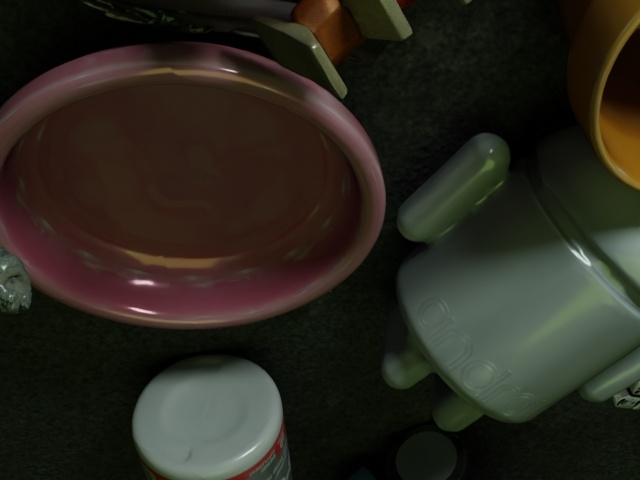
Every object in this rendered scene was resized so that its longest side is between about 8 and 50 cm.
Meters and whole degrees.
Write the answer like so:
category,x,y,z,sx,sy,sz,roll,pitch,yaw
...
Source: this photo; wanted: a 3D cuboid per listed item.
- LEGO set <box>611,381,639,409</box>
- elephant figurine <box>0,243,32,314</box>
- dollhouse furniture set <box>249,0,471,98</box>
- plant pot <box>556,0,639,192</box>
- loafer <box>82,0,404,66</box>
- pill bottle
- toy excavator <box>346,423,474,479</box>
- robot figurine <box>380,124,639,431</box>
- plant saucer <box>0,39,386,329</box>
category,x,y,z,sx,sy,sz,roll,pitch,yaw
LEGO set,0.289,0.154,1.009,0.227,0.087,0.093,12,132,-29
elephant figurine,-0.336,-0.027,0.632,0.169,0.186,0.239,-32,104,-4
dollhouse furniture set,0.022,-0.266,0.523,0.262,0.135,0.259,-43,128,-8
plant pot,0.266,-0.168,0.638,0.205,0.188,0.205,-6,133,-6
loafer,-0.079,-0.178,0.624,0.302,0.109,0.095,2,135,-17
pill bottle,-0.112,0.278,0.989,0.161,0.161,0.283,-8,133,-3
toy excavator,0.032,0.443,1.100,0.445,0.433,0.222,-37,134,-15
robot figurine,0.213,0.033,0.800,0.300,0.200,0.353,38,117,-16
plant saucer,-0.114,-0.044,0.721,0.332,0.084,0.332,-3,143,-3
